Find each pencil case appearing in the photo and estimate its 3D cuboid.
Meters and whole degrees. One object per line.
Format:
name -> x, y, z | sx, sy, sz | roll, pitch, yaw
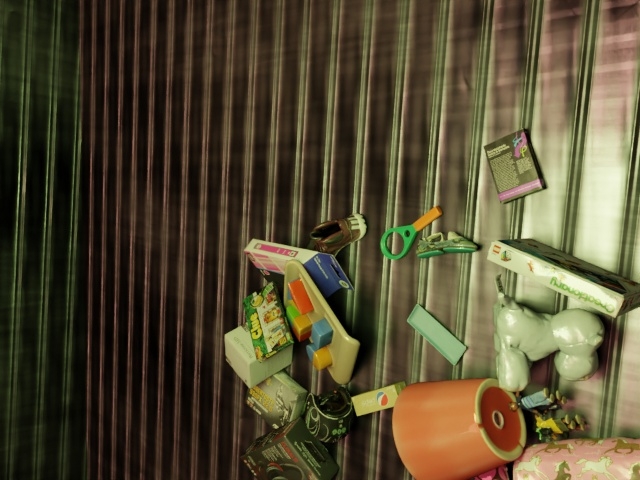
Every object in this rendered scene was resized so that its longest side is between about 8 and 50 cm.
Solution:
pencil case -> 0.480, 0.678, 1.566 | 0.098, 0.095, 0.209 | -32, 73, 23
pencil case -> 0.637, 0.537, 1.364 | 0.386, 0.160, 0.167 | -22, 103, 41

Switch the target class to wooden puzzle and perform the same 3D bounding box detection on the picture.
wooden puzzle -> -0.023, 0.271, 1.909 | 0.348, 0.080, 0.322 | 51, 155, 26

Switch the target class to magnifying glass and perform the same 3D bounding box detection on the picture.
magnifying glass -> 0.262, -0.025, 1.766 | 0.231, 0.026, 0.092 | -42, 65, 38

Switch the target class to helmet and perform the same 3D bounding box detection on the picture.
helmet -> 0.027, 0.554, 1.926 | 0.169, 0.169, 0.162 | 42, 139, 33

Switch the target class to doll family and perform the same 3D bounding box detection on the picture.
doll family -> 0.535, 0.416, 1.458 | 0.111, 0.076, 0.193 | -31, 98, 44

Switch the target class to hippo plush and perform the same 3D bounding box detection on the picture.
hippo plush -> 0.537, 0.214, 1.442 | 0.236, 0.234, 0.295 | -2, 108, 13

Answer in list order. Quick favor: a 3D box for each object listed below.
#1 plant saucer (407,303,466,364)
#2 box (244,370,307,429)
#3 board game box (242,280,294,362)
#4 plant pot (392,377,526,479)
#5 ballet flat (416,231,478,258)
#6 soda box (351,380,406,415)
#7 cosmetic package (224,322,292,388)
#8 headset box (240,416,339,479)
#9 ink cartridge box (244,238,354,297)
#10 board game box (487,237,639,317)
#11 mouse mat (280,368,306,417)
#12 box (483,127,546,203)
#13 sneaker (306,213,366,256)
plant saucer -> 0.330, 0.264, 1.724 | 0.192, 0.018, 0.067 | 44, 120, 33
box -> -0.162, 0.556, 2.159 | 0.231, 0.056, 0.183 | 30, 113, 37
board game box -> -0.179, 0.267, 2.024 | 0.136, 0.030, 0.260 | -34, 45, 12
plant pot -> 0.358, 0.469, 1.528 | 0.243, 0.274, 0.275 | -31, 72, 44
ballet flat -> 0.343, 0.007, 1.668 | 0.188, 0.070, 0.070 | -8, 87, 39
soda box -> 0.182, 0.481, 1.846 | 0.181, 0.058, 0.061 | -29, 74, 39
cosmetic package -> -0.211, 0.374, 2.089 | 0.151, 0.183, 0.152 | 41, 143, 32
headset box -> -0.097, 0.739, 2.039 | 0.293, 0.110, 0.218 | -36, 91, 37
ink cartridge box -> -0.075, 0.094, 1.991 | 0.370, 0.069, 0.176 | 8, 142, 40
board game box -> 0.559, 0.074, 1.382 | 0.305, 0.192, 0.053 | 29, 111, 38
mouse mat -> -0.126, 0.560, 2.170 | 0.190, 0.007, 0.153 | 52, 124, 28
box -> 0.490, -0.187, 1.540 | 0.116, 0.029, 0.162 | -22, 79, 40
sneaker -> 0.000, 0.000, 1.912 | 0.281, 0.162, 0.107 | -40, 67, 36
